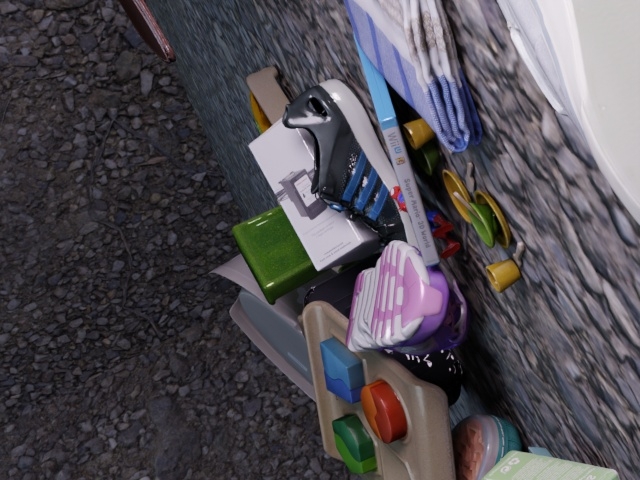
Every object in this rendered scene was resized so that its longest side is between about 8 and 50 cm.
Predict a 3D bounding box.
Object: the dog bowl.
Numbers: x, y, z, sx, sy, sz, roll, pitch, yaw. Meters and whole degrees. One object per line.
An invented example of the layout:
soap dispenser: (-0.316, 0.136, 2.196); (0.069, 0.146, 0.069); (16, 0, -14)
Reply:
dog bowl: (-0.001, 0.134, 1.798); (0.349, 0.102, 0.349); (42, 166, 13)

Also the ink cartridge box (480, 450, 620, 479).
ink cartridge box: (0.239, 0.258, 0.979); (0.235, 0.056, 0.171); (-1, 120, 56)

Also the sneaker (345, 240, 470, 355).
sneaker: (0.093, 0.062, 1.167); (0.236, 0.104, 0.095); (135, 148, -79)

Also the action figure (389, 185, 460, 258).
action figure: (0.087, -0.023, 1.136); (0.038, 0.030, 0.115); (60, 178, -31)

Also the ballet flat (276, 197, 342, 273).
ballet flat: (0.000, 0.000, 1.810); (0.206, 0.073, 0.067); (60, 161, -16)

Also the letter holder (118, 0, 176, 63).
letter holder: (-0.162, -0.319, 1.361); (0.214, 0.152, 0.302); (62, 175, -19)

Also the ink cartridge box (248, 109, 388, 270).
ink cartridge box: (0.007, -0.053, 1.302); (0.150, 0.063, 0.109); (61, -154, 9)

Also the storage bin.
storage bin: (0.071, 0.120, 1.452); (0.180, 0.122, 0.084); (60, 174, 21)

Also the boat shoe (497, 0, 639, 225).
boat shoe: (0.112, -0.080, 0.466); (0.081, 0.079, 0.227); (59, -173, -68)

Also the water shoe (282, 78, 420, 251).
water shoe: (0.031, -0.052, 1.219); (0.203, 0.080, 0.073); (63, 174, -5)

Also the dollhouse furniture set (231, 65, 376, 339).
dollhouse furniture set: (-0.050, -0.043, 1.610); (0.301, 0.151, 0.197); (59, 173, 30)

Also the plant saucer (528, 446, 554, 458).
plant saucer: (0.238, 0.273, 1.213); (0.067, 0.018, 0.192); (55, 171, 52)

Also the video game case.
video game case: (0.062, -0.074, 1.035); (0.119, 0.015, 0.166); (-102, -7, -45)

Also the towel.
towel: (0.021, -0.208, 0.837); (0.209, 0.034, 0.285); (56, 172, 51)

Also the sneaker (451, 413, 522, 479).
sneaker: (0.190, 0.284, 1.358); (0.302, 0.121, 0.108); (97, 172, -48)

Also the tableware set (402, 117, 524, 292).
tableware set: (0.104, -0.031, 0.965); (0.154, 0.024, 0.104); (60, 174, 21)

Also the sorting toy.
sorting toy: (0.061, 0.235, 1.341); (0.229, 0.041, 0.307); (32, 138, 51)
